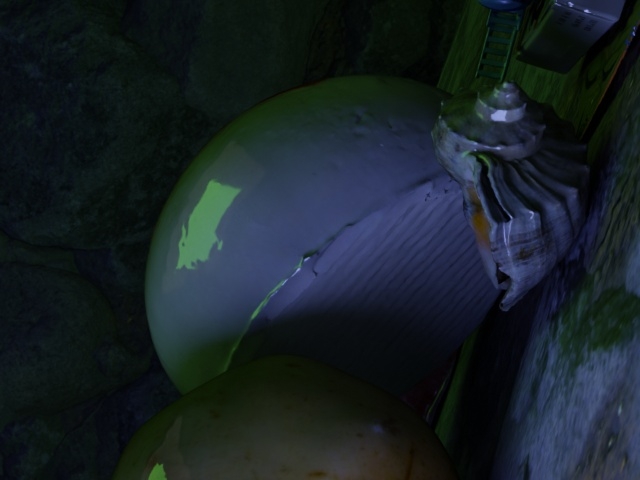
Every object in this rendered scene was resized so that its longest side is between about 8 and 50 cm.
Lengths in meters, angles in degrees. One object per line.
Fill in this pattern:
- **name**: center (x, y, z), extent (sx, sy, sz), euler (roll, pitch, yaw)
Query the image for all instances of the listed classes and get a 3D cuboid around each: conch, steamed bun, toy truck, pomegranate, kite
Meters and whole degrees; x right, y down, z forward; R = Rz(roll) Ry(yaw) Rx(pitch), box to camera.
- **conch**: center (0.142, -0.029, 1.007), extent (0.155, 0.130, 0.207), euler (-52, -29, -46)
- **steamed bun**: center (0.000, 0.000, 1.201), extent (0.374, 0.241, 0.374), euler (-27, -33, -19)
- **toy truck**: center (0.169, -0.222, 1.203), extent (0.074, 0.063, 0.136), euler (40, -115, -68)
- **pomegranate**: center (-0.033, 0.242, 0.990), extent (0.319, 0.319, 0.319), euler (-161, 90, -89)
- **kite**: center (0.266, -0.222, 1.102), extent (0.377, 0.013, 0.328), euler (-66, -5, -85)

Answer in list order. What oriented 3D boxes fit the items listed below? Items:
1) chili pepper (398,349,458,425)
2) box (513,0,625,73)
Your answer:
- **chili pepper**: center (0.024, 0.106, 1.508), extent (0.251, 0.305, 0.229), euler (-59, -8, -4)
- **box**: center (0.270, -0.342, 1.166), extent (0.214, 0.069, 0.353), euler (93, -166, -86)
